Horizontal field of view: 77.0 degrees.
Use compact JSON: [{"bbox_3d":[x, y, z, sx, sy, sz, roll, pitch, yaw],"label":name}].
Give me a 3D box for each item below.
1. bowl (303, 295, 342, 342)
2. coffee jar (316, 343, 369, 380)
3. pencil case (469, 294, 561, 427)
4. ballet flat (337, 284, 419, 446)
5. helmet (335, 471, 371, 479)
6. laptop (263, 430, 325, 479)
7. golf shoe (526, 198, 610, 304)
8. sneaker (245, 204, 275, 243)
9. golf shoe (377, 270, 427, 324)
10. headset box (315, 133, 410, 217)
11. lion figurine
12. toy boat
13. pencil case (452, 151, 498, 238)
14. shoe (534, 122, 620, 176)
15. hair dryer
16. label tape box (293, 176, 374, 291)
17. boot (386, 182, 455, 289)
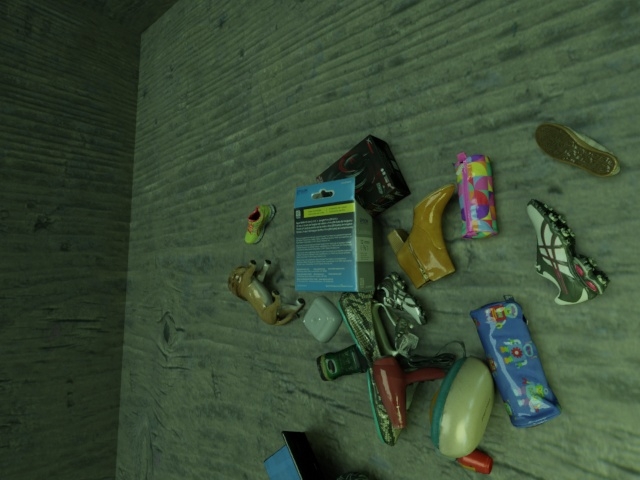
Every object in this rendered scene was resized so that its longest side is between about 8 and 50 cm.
[{"bbox_3d":[-0.002,0.290,1.472,0.142,0.053,0.141,43,113,34],"label":"bowl"},{"bbox_3d":[0.072,0.418,1.372,0.185,0.079,0.096,-27,72,35],"label":"coffee jar"},{"bbox_3d":[0.485,0.296,1.002,0.133,0.119,0.305,-14,71,0],"label":"pencil case"},{"bbox_3d":[0.200,0.357,1.234,0.182,0.164,0.481,-24,66,16],"label":"ballet flat"},{"bbox_3d":[0.105,0.801,1.234,0.161,0.170,0.169,48,116,22],"label":"helmet"},{"bbox_3d":[-0.087,0.888,1.359,0.237,0.407,0.381,-30,61,-2],"label":"laptop"},{"bbox_3d":[0.564,0.025,0.979,0.120,0.105,0.272,-42,59,38],"label":"golf shoe"},{"bbox_3d":[-0.285,-0.074,1.738,0.081,0.094,0.208,46,115,33],"label":"sneaker"},{"bbox_3d":[0.249,0.192,1.235,0.094,0.077,0.198,-36,50,5],"label":"golf shoe"},{"bbox_3d":[0.126,-0.180,1.378,0.293,0.110,0.217,-34,65,34],"label":"headset box"},{"bbox_3d":[-0.240,0.230,1.634,0.392,0.142,0.240,52,125,28],"label":"lion figurine"},{"bbox_3d":[0.353,0.471,1.039,0.148,0.268,0.317,5,120,38],"label":"toy boat"},{"bbox_3d":[0.427,-0.122,1.117,0.105,0.105,0.235,-13,77,40],"label":"pencil case"},{"bbox_3d":[0.627,-0.222,0.988,0.219,0.059,0.076,52,138,37],"label":"shoe"},{"bbox_3d":[0.256,0.372,1.105,0.224,0.080,0.293,26,76,17],"label":"hair dryer"},{"bbox_3d":[0.040,-0.009,1.301,0.250,0.115,0.346,-4,83,38],"label":"label tape box"},{"bbox_3d":[0.338,-0.003,1.179,0.295,0.104,0.211,-50,61,39],"label":"boot"}]
